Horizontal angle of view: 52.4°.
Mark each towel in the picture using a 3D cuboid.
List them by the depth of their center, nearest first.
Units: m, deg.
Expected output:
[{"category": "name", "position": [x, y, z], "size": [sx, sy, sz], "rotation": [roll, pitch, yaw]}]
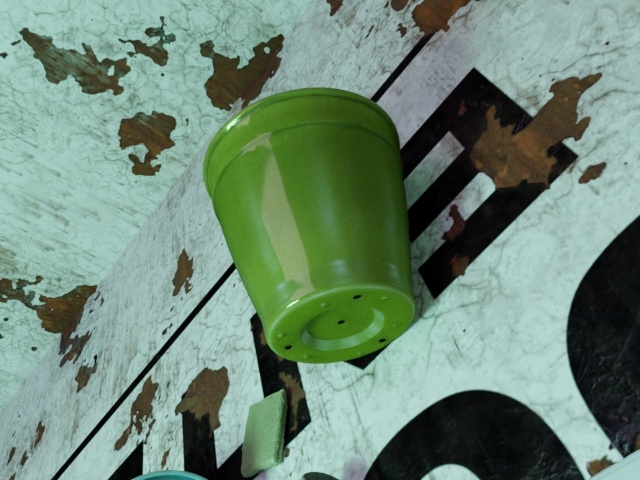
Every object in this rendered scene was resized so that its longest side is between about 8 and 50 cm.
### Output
[{"category": "towel", "position": [-0.103, 0.357, 1.209], "size": [0.110, 0.027, 0.148], "rotation": [-34, 37, 36]}]

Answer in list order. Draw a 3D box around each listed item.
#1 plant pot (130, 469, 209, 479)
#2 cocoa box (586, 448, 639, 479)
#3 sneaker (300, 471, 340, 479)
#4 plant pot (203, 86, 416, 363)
[{"category": "plant pot", "position": [-0.292, 0.548, 1.116], "size": [0.255, 0.271, 0.272], "rotation": [-43, 30, 56]}, {"category": "cocoa box", "position": [0.264, 0.370, 0.430], "size": [0.231, 0.228, 0.347], "rotation": [-44, 33, 26]}, {"category": "sneaker", "position": [0.043, 0.422, 0.897], "size": [0.222, 0.083, 0.118], "rotation": [17, 97, 53]}, {"category": "plant pot", "position": [0.000, 0.000, 1.094], "size": [0.366, 0.366, 0.353], "rotation": [-40, 46, 31]}]
